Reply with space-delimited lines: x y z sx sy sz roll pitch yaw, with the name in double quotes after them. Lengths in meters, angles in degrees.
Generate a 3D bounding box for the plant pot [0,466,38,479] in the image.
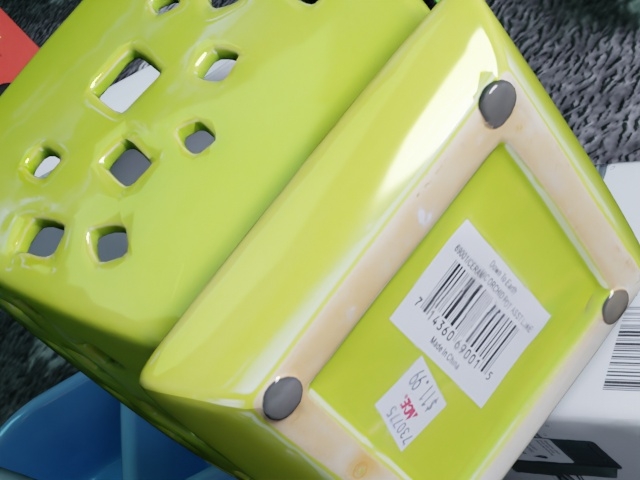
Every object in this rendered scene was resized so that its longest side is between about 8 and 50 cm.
-0.186 0.238 0.653 0.235 0.293 0.293 2 53 18 "plant pot"

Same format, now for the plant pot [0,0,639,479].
0.000 0.000 0.617 0.227 0.228 0.207 -51 44 -8 "plant pot"

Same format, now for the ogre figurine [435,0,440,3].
0.068 -0.207 1.005 0.197 0.097 0.118 -22 22 3 "ogre figurine"

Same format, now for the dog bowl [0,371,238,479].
-0.095 0.129 0.834 0.297 0.074 0.166 -29 39 16 "dog bowl"

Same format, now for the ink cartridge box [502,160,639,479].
0.147 0.042 0.691 0.208 0.087 0.153 -1 54 41 "ink cartridge box"

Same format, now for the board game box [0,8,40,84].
-0.391 -0.191 1.206 0.242 0.316 0.064 -2 52 40 "board game box"

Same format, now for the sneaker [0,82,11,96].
-0.275 -0.016 1.132 0.081 0.090 0.232 -173 102 -82 "sneaker"

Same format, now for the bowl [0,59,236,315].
-0.112 -0.028 0.913 0.298 0.134 0.298 -27 15 8 "bowl"
